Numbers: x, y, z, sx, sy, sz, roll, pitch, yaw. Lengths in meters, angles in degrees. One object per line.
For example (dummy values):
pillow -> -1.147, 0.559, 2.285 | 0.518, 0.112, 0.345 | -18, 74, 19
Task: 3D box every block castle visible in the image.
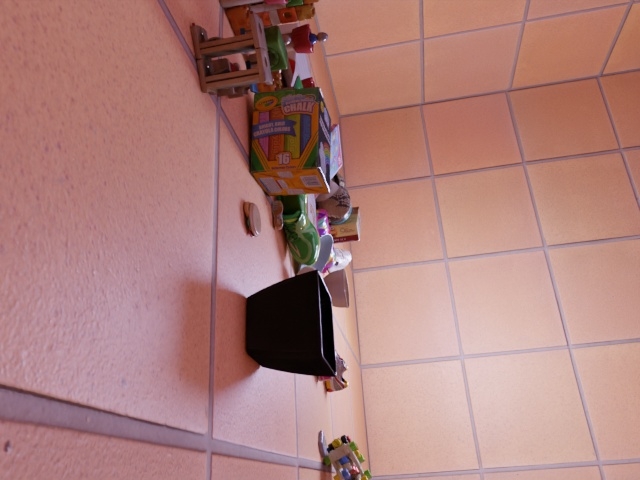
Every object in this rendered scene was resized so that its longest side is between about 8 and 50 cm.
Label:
block castle -> -0.102, -0.598, 1.470 | 0.453, 0.212, 0.303 | 67, 17, -62

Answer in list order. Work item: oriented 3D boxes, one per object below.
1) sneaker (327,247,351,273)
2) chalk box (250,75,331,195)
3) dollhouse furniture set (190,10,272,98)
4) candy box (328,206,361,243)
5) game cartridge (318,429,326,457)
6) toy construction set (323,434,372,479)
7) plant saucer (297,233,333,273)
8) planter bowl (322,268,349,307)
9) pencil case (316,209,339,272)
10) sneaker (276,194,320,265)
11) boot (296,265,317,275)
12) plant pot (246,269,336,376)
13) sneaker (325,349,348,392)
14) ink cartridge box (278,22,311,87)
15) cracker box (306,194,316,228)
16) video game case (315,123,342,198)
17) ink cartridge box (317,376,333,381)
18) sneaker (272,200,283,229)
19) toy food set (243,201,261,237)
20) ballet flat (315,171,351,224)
sneaker -> 0.063, 0.059, 2.319 | 0.106, 0.123, 0.290 | 60, -3, 17
chalk box -> -0.072, -0.283, 1.437 | 0.180, 0.179, 0.289 | 57, 31, -70
dollhouse furniture set -> -0.163, -0.370, 1.116 | 0.184, 0.129, 0.129 | -55, 137, -77
candy box -> 0.084, -0.068, 2.431 | 0.316, 0.182, 0.088 | -69, 152, -74
game cartridge -> 0.008, 0.679, 1.819 | 0.056, 0.017, 0.083 | -80, 161, -54
toy construction set -> 0.103, 0.802, 1.898 | 0.328, 0.151, 0.215 | 85, -21, -50
plant saucer -> -0.027, 0.059, 1.821 | 0.195, 0.037, 0.195 | -47, 152, -34
planter bowl -> 0.055, 0.200, 2.251 | 0.162, 0.109, 0.162 | -6, 90, -82
pencil case -> 0.000, 0.000, 2.089 | 0.104, 0.104, 0.237 | -82, 162, -62
sneaker -> -0.081, -0.060, 1.612 | 0.123, 0.109, 0.296 | -41, 122, -62
boot -> -0.036, 0.185, 1.739 | 0.123, 0.095, 0.259 | -93, -178, -70
plant pot -> -0.065, 0.189, 1.187 | 0.187, 0.166, 0.188 | 69, 17, -62
sneaker -> 0.058, 0.462, 2.093 | 0.088, 0.092, 0.226 | -42, 124, -81
ink cartridge box -> -0.094, -0.539, 1.964 | 0.308, 0.091, 0.385 | 74, 15, -49
cracker box -> -0.057, -0.101, 1.866 | 0.156, 0.067, 0.233 | 67, 18, -63
video game case -> 0.011, -0.316, 2.227 | 0.285, 0.025, 0.204 | -54, 148, -40
ink cartridge box -> 0.005, 0.321, 1.974 | 0.311, 0.065, 0.186 | -92, 171, -45
sneaker -> -0.121, -0.069, 1.539 | 0.037, 0.031, 0.084 | 108, -18, -76
toy food set -> -0.156, -0.047, 1.271 | 0.083, 0.020, 0.083 | 36, 47, -80
ballet flat -> 0.030, -0.227, 2.425 | 0.182, 0.164, 0.483 | 56, 12, -20
